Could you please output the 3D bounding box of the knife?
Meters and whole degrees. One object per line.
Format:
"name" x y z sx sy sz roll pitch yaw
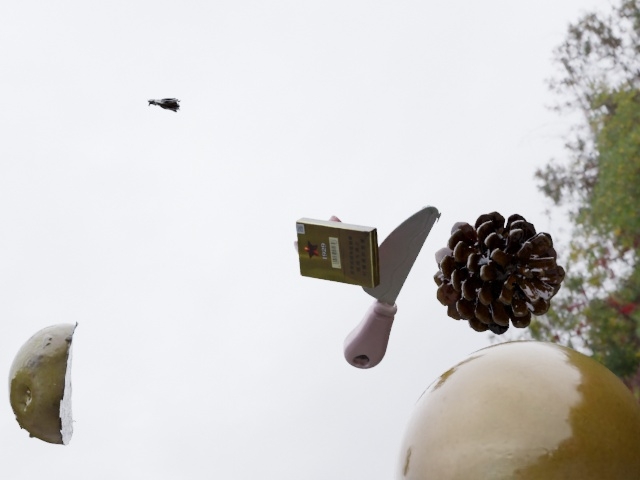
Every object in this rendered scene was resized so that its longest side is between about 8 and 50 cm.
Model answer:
"knife" 0.099 0.072 1.291 0.081 0.043 0.336 13 -55 -5

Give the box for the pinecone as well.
"pinecone" 0.370 0.066 1.676 0.264 0.264 0.264 -7 -38 -6

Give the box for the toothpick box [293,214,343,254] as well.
"toothpick box" 0.000 0.000 1.322 0.083 0.047 0.047 -34 -35 -16

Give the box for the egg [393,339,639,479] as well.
"egg" 0.203 0.224 0.812 0.250 0.250 0.322 -30 -2 22

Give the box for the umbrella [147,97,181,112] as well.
"umbrella" -0.223 -0.195 1.187 0.020 0.031 0.083 -56 -11 20

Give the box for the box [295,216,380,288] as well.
"box" 0.025 0.017 1.220 0.133 0.023 0.090 8 -69 34

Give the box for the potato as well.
"potato" -0.442 0.251 1.319 0.098 0.138 0.243 5 -60 -10
